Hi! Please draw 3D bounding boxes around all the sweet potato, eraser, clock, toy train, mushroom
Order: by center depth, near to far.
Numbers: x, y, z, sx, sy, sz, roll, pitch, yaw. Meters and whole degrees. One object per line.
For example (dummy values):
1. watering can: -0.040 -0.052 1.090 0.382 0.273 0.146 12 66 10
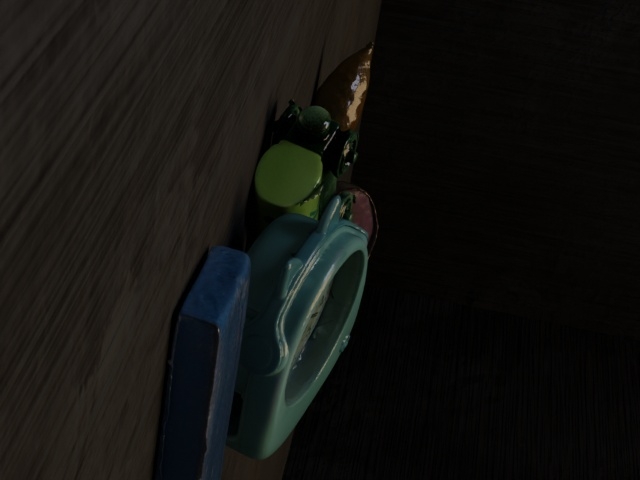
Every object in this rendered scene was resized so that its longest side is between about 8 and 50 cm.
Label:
1. eraser: -0.108 0.170 1.081 0.144 0.042 0.312 -70 171 -65
2. clock: -0.033 0.074 1.270 0.223 0.094 0.274 -54 161 -42
3. toy train: -0.028 -0.040 1.396 0.253 0.105 0.157 96 20 -61
4. mushroom: 0.000 0.000 1.791 0.117 0.141 0.188 29 -80 58
5. sweet potato: 0.015 -0.173 1.845 0.075 0.074 0.270 -64 175 -78
